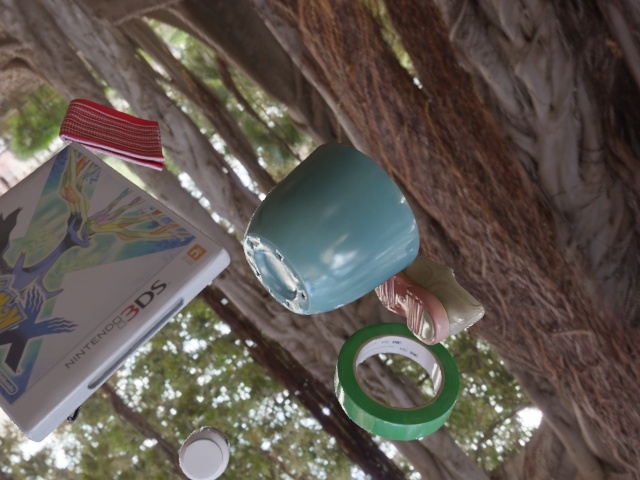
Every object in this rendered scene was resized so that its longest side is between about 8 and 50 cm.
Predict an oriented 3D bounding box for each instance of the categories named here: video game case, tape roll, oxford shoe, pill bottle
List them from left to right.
[{"bbox_3d":[-0.330,0.038,0.841,0.329,0.036,0.300,33,-114,29],"label":"video game case"},{"bbox_3d":[-0.253,0.469,1.463,0.108,0.108,0.180,-44,177,-12],"label":"pill bottle"},{"bbox_3d":[0.198,0.361,1.747,0.321,0.321,0.077,-61,164,-45],"label":"tape roll"},{"bbox_3d":[0.225,0.099,1.550,0.147,0.140,0.397,-14,-146,-17],"label":"oxford shoe"}]

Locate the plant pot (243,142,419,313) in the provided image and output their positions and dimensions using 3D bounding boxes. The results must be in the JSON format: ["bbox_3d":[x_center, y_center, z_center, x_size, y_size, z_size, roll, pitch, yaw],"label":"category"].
[{"bbox_3d":[0.000,0.000,1.263,0.235,0.293,0.293,-39,-163,-26],"label":"plant pot"}]

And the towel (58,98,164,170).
[{"bbox_3d":[-0.414,-0.220,1.346,0.031,0.199,0.275,-68,-157,18],"label":"towel"}]

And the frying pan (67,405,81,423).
[{"bbox_3d":[-0.474,0.178,1.333,0.053,0.197,0.326,-3,-127,37],"label":"frying pan"}]
